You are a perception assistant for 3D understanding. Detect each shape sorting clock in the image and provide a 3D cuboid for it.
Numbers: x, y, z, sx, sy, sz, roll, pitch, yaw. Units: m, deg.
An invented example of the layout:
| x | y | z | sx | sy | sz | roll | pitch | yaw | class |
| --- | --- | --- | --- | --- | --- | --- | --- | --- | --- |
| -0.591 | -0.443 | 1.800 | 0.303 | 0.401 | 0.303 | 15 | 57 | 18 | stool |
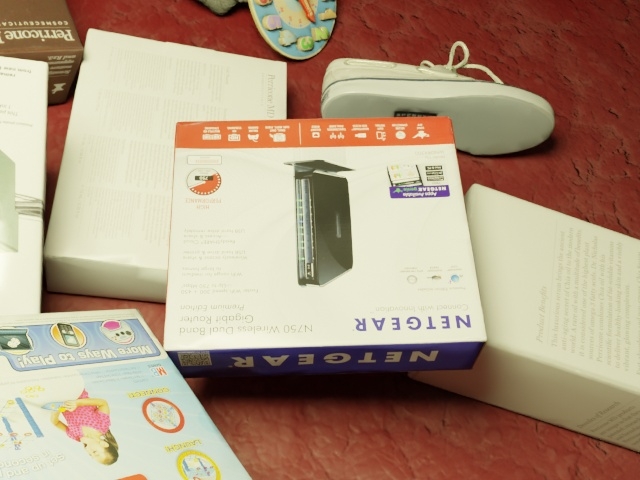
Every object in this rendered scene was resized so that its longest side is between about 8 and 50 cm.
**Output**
| x | y | z | sx | sy | sz | roll | pitch | yaw | class |
| --- | --- | --- | --- | --- | --- | --- | --- | --- | --- |
| -0.040 | -0.393 | 1.269 | 0.040 | 0.206 | 0.206 | 2 | 44 | 37 | shape sorting clock |

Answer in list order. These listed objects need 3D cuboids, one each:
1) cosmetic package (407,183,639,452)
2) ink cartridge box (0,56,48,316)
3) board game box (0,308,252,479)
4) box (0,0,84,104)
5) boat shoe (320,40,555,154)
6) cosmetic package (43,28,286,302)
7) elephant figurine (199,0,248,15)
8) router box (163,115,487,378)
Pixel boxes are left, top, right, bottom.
| x | y | z | sx | sy | sz | roll | pitch | yaw | class |
| --- | --- | --- | --- | --- | --- | --- | --- | --- | --- |
| 0.366 | 0.123 | 1.050 | 0.453 | 0.161 | 0.230 | 19 | 56 | -4 | cosmetic package |
| -0.362 | -0.022 | 0.861 | 0.122 | 0.211 | 0.289 | 2 | 72 | -21 | ink cartridge box |
| -0.217 | 0.194 | 0.648 | 0.308 | 0.086 | 0.302 | 3 | 39 | -51 | board game box |
| -0.483 | -0.369 | 1.085 | 0.191 | 0.143 | 0.381 | -14 | 73 | -36 | box |
| 0.182 | -0.235 | 1.262 | 0.367 | 0.136 | 0.156 | 3 | 53 | -3 | boat shoe |
| -0.191 | -0.099 | 1.069 | 0.284 | 0.097 | 0.377 | 6 | 56 | -11 | cosmetic package |
| -0.181 | -0.495 | 1.320 | 0.169 | 0.186 | 0.239 | -30 | 49 | 15 | elephant figurine |
| 0.000 | 0.000 | 0.917 | 0.336 | 0.082 | 0.301 | -2 | 59 | -3 | router box |
